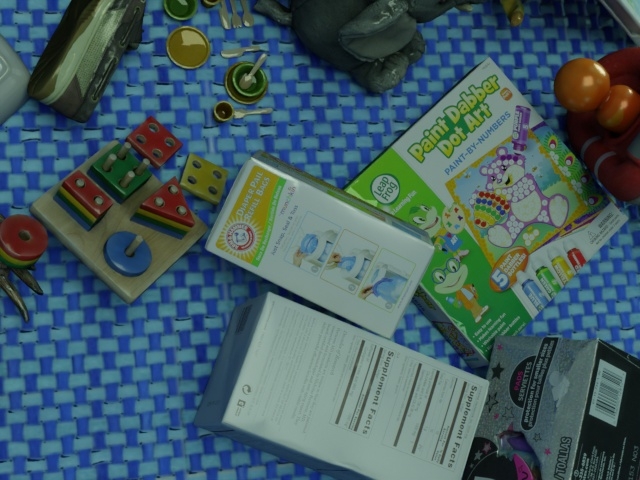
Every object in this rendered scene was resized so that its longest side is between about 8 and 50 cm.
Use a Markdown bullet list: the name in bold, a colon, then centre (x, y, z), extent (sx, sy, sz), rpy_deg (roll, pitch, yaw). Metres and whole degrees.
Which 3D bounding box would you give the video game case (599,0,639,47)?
- **video game case**: centre (0.338, -0.348, 1.371), extent (0.285, 0.025, 0.204), rpy_deg (21, 68, -59)

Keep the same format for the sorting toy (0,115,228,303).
- **sorting toy**: centre (-0.181, -0.033, 1.179), extent (0.132, 0.046, 0.274), rpy_deg (44, 44, -1)

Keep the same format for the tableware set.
- **tableware set**: centre (-0.110, -0.201, 1.301), extent (0.104, 0.024, 0.154), rpy_deg (-11, 84, -19)

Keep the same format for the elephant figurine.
- **elephant figurine**: centre (0.076, -0.263, 1.256), extent (0.186, 0.239, 0.169), rpy_deg (-39, 93, -20)

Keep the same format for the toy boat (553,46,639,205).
- **toy boat**: centre (0.319, -0.145, 1.321), extent (0.151, 0.231, 0.151), rpy_deg (31, 106, -14)

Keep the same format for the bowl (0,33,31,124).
- **bowl**: centre (-0.368, -0.167, 1.198), extent (0.142, 0.053, 0.142), rpy_deg (-42, 95, -19)

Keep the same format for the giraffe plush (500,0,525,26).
- **giraffe plush**: centre (0.172, -0.355, 1.352), extent (0.170, 0.210, 0.181), rpy_deg (18, 56, 4)

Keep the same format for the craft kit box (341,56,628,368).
- **craft kit box**: centre (0.177, -0.033, 1.347), extent (0.247, 0.061, 0.250), rpy_deg (47, 70, -2)

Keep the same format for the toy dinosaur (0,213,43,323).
- **toy dinosaur**: centre (-0.347, 0.097, 1.129), extent (0.200, 0.127, 0.296), rpy_deg (-8, 100, -54)

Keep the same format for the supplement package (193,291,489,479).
- **supplement package**: centre (0.019, 0.163, 1.215), extent (0.244, 0.139, 0.134), rpy_deg (23, 75, -14)

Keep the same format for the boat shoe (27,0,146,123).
- **boat shoe**: centre (-0.219, -0.218, 1.247), extent (0.073, 0.080, 0.224), rpy_deg (43, 61, -33)

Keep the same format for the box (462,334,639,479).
- **box**: centre (0.248, 0.236, 1.250), extent (0.163, 0.142, 0.247), rpy_deg (26, 71, -37)

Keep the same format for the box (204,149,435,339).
- **box**: centre (0.000, 0.000, 1.223), extent (0.203, 0.114, 0.103), rpy_deg (26, 98, -3)
